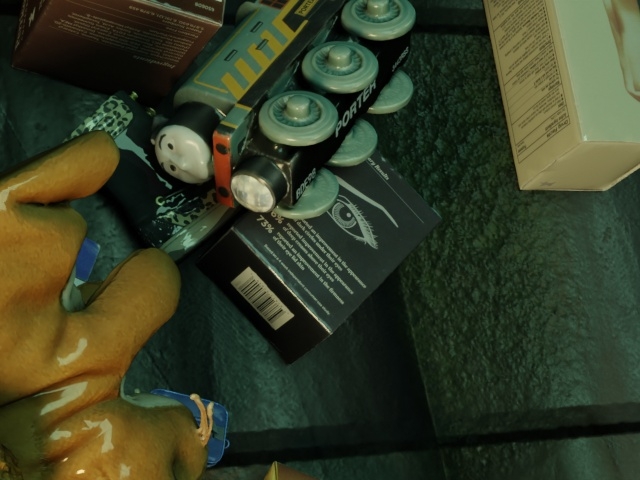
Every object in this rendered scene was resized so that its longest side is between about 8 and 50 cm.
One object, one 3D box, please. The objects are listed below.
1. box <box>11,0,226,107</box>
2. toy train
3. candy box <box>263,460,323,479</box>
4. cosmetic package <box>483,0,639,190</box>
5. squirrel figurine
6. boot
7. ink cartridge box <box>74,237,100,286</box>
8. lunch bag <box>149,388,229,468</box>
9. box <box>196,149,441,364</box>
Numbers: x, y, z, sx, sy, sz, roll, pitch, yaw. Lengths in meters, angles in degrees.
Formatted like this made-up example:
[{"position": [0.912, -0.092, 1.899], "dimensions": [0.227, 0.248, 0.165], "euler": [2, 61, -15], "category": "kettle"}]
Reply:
[{"position": [-0.201, -0.268, 1.724], "dimensions": [0.167, 0.203, 0.168], "euler": [14, 64, -20], "category": "box"}, {"position": [-0.030, -0.156, 1.710], "dimensions": [0.190, 0.142, 0.334], "euler": [19, 49, 20], "category": "toy train"}, {"position": [-0.016, 0.307, 1.619], "dimensions": [0.109, 0.053, 0.186], "euler": [23, 32, -10], "category": "candy box"}, {"position": [0.295, -0.220, 1.983], "dimensions": [0.129, 0.153, 0.296], "euler": [1, 71, -25], "category": "cosmetic package"}, {"position": [-0.278, 0.150, 1.442], "dimensions": [0.397, 0.281, 0.370], "euler": [-36, 106, -42], "category": "squirrel figurine"}, {"position": [-0.139, -0.101, 1.757], "dimensions": [0.178, 0.085, 0.236], "euler": [46, 59, -1], "category": "boot"}, {"position": [-0.339, 0.044, 1.621], "dimensions": [0.223, 0.045, 0.224], "euler": [26, 60, -15], "category": "ink cartridge box"}, {"position": [-0.137, 0.189, 1.650], "dimensions": [0.098, 0.065, 0.067], "euler": [15, 64, -20], "category": "lunch bag"}, {"position": [0.000, 0.000, 1.771], "dimensions": [0.153, 0.108, 0.207], "euler": [48, 57, -1], "category": "box"}]
